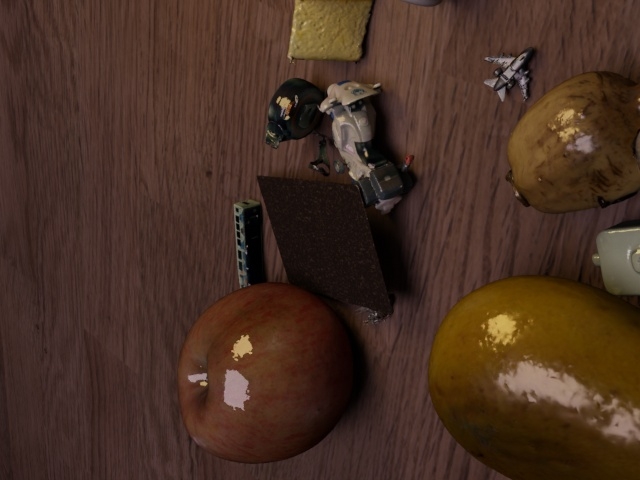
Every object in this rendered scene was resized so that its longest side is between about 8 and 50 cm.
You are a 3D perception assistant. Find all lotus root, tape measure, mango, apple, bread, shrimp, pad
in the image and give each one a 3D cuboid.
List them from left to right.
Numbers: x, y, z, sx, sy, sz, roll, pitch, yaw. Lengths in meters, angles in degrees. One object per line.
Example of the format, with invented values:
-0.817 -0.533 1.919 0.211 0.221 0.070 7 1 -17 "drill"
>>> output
-0.112 0.239 1.593 0.344 0.269 0.345 23 122 43 "apple"
-0.007 -0.178 1.425 0.180 0.104 0.107 43 130 41 "tape measure"
0.000 0.000 1.505 0.330 0.004 0.220 12 123 58 "pad"
0.004 -0.355 1.380 0.152 0.127 0.147 -106 22 -53 "bread"
0.093 0.120 1.505 0.092 0.029 0.038 -24 95 56 "shrimp"
0.312 -0.109 1.076 0.257 0.140 0.155 -41 68 54 "lotus root"
0.341 0.194 1.109 0.444 0.220 0.302 8 120 35 "mango"

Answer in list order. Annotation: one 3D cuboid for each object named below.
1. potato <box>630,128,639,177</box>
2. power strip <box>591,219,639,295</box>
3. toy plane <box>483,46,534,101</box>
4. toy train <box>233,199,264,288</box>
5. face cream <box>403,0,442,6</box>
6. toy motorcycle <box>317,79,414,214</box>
0.414 -0.050 0.942 0.117 0.182 0.202 77 -176 -50 "potato"
0.471 0.010 1.005 0.385 0.062 0.091 -8 97 49 "power strip"
0.250 -0.221 1.182 0.078 0.031 0.083 45 139 5 "toy plane"
-0.132 0.028 1.704 0.047 0.043 0.208 20 120 45 "toy train"
0.127 -0.372 1.191 0.117 0.117 0.104 39 124 31 "face cream"
0.064 -0.151 1.375 0.221 0.102 0.150 65 161 10 "toy motorcycle"
